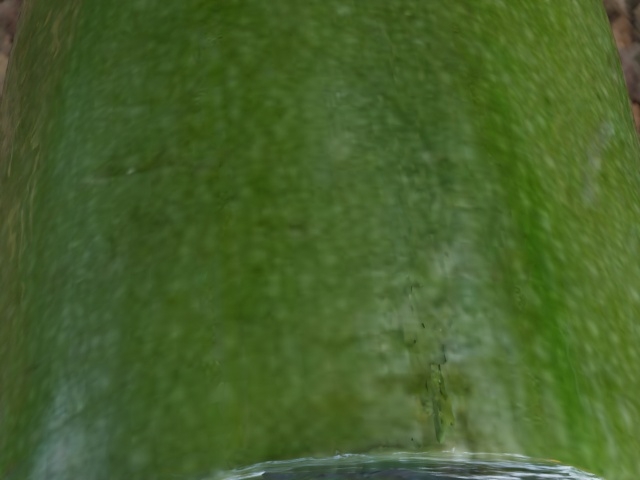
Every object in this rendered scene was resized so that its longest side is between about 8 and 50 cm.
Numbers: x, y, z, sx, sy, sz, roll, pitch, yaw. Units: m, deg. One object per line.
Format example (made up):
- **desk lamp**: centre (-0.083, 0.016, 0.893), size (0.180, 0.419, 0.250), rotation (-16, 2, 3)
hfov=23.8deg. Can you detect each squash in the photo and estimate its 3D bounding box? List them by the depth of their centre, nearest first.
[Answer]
- **squash**: centre (0.000, 0.000, 0.590), size (0.263, 0.384, 0.263), rotation (-2, 137, -2)
